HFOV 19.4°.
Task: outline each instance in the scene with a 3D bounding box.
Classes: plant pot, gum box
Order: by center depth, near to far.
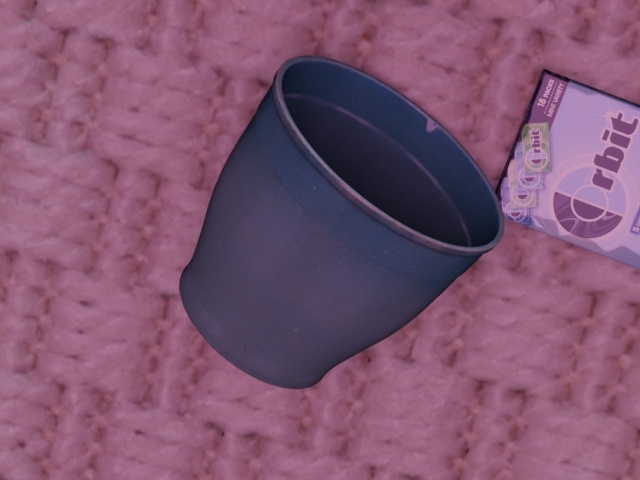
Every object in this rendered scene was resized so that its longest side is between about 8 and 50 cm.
[{"bbox_3d":[0.000,0.000,1.868,0.271,0.271,0.255,37,117,-3],"label":"plant pot"},{"bbox_3d":[0.287,-0.071,1.928,0.184,0.041,0.157,20,102,0],"label":"gum box"}]
